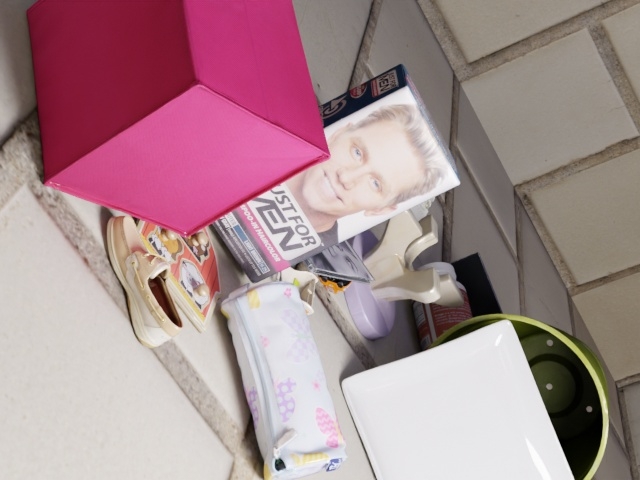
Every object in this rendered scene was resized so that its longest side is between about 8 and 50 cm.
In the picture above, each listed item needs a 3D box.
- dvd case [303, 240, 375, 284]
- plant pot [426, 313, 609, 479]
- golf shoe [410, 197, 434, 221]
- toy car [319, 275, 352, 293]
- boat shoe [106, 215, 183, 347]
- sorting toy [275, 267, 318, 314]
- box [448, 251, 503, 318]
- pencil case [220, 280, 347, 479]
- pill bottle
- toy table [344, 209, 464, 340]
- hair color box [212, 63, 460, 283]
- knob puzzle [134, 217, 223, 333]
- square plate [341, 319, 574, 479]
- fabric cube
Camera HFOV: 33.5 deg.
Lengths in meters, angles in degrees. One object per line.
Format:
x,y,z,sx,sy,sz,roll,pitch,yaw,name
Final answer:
0.000,0.000,1.834,0.164,0.018,0.221,55,18,23,dvd case
0.406,0.311,2.067,0.353,0.367,0.366,-2,71,-64,plant pot
0.224,-0.125,2.437,0.115,0.140,0.306,54,25,-35,golf shoe
0.036,0.054,1.905,0.122,0.060,0.040,-70,166,-52,toy car
-0.209,0.043,1.299,0.063,0.059,0.170,-2,71,-68,boat shoe
-0.045,0.074,1.706,0.075,0.045,0.083,48,27,-25,sorting toy
0.368,0.170,2.477,0.184,0.103,0.261,27,42,-80,box
-0.054,0.193,1.452,0.124,0.113,0.273,4,64,-46,pencil case
0.259,0.160,2.247,0.121,0.121,0.216,40,34,-51,pill bottle
0.151,0.059,2.033,0.252,0.161,0.274,50,25,-38,toy table
0.009,-0.094,1.557,0.173,0.347,0.105,58,14,-23,hair color box
-0.180,0.004,1.454,0.213,0.030,0.213,51,26,-36,knob puzzle
0.239,0.348,1.825,0.343,0.347,0.049,69,-22,8,square plate
-0.176,-0.194,1.316,0.259,0.254,0.258,24,45,-52,fabric cube
